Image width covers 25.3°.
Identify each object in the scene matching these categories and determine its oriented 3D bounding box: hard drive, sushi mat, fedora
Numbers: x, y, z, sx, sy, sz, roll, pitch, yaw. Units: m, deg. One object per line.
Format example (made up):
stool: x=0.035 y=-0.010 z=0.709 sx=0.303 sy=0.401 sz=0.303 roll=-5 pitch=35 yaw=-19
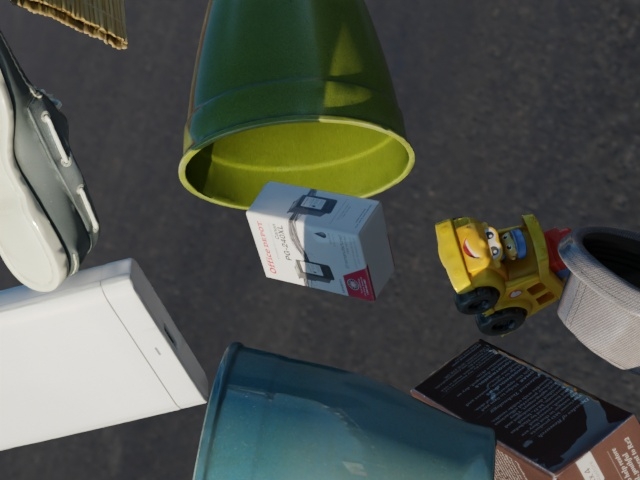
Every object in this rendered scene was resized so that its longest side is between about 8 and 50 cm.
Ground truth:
hard drive: x=-0.334 y=0.146 z=1.629 sx=0.353 sy=0.233 sz=0.047 roll=-14 pitch=46 yaw=11
sushi mat: x=-0.277 y=-0.352 z=1.533 sx=0.019 sy=0.151 sz=0.316 roll=-35 pitch=50 yaw=34
fedora: x=0.405 y=0.087 z=1.794 sx=0.244 sy=0.275 sz=0.124 roll=46 pitch=121 yaw=44

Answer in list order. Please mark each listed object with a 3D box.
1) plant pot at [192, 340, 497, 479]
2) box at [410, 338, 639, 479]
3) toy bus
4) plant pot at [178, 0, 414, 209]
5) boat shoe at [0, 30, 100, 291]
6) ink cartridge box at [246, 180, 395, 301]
plant pot: x=0.026 y=0.242 z=1.305 sx=0.271 sy=0.255 sz=0.271 roll=7 pitch=-90 yaw=-85
box: x=0.289 y=0.278 z=1.868 sx=0.143 sy=0.191 sz=0.381 roll=-35 pitch=23 yaw=-12
toy bus: x=0.303 y=0.030 z=2.174 sx=0.211 sy=0.220 sz=0.149 roll=-23 pitch=59 yaw=19
plant pot: x=-0.050 y=-0.274 z=2.264 sx=0.366 sy=0.366 sz=0.353 roll=-32 pitch=57 yaw=52
boat shoe: x=-0.312 y=-0.107 z=1.461 sx=0.116 sy=0.319 sz=0.099 roll=1 pitch=29 yaw=38
ink cartridge box: x=0.000 y=0.000 z=1.644 sx=0.150 sy=0.109 sz=0.063 roll=11 pitch=47 yaw=28
